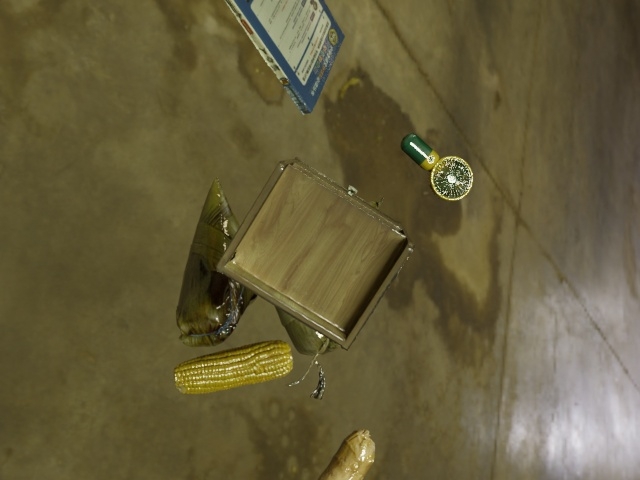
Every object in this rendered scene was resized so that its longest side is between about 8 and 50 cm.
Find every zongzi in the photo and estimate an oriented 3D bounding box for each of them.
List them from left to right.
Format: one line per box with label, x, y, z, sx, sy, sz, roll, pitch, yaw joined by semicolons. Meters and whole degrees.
zongzi;-0.222;0.037;1.470;0.286;0.138;0.300;-65;152;-74
zongzi;0.055;0.130;1.827;0.418;0.181;0.447;-18;79;-22

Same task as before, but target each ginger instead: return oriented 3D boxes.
ginger;0.038;0.434;1.334;0.190;0.069;0.095;-53;157;-16

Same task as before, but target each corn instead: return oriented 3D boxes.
corn;-0.165;0.243;1.387;0.231;0.080;0.080;-10;96;-16

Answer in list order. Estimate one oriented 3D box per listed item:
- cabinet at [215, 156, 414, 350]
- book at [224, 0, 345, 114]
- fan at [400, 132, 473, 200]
cabinet;0.000;0.000;0.886;0.148;0.175;0.215;-58;-178;8
book;-0.084;-0.571;1.835;0.428;0.039;0.300;52;49;-43
fan;0.209;-0.138;1.329;0.155;0.039;0.082;42;84;-8
